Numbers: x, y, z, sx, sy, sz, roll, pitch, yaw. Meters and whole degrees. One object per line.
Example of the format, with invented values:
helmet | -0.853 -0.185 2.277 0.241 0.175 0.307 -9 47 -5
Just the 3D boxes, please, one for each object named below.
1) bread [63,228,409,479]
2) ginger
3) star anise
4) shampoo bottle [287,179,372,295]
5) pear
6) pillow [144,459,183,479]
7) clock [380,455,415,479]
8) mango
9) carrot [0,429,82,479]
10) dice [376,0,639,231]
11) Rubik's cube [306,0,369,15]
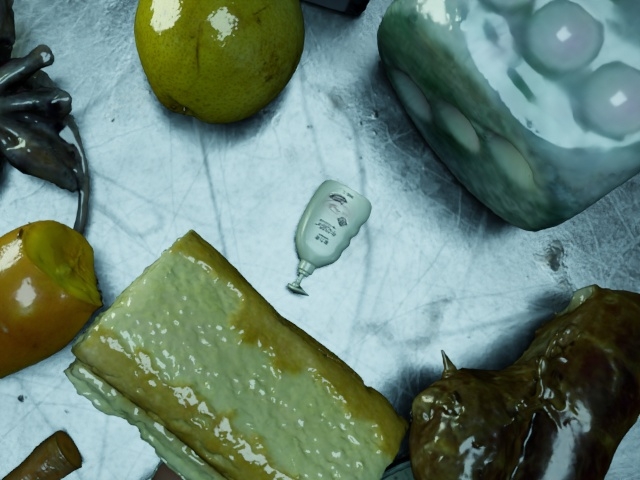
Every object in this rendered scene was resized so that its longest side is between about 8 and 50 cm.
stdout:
bread | -0.092 0.177 1.241 0.375 0.165 0.236 40 49 -4
ginger | 0.259 0.187 1.250 0.254 0.176 0.418 46 68 -8
star anise | -0.421 -0.147 1.283 0.316 0.139 0.359 15 99 -5
shampoo bottle | 0.000 0.000 1.344 0.077 0.045 0.151 32 83 -2
pear | -0.127 -0.243 1.280 0.209 0.209 0.208 1 85 -6
pillow | -0.153 0.350 1.279 0.179 0.075 0.171 44 82 -1
clock | 0.155 0.414 1.283 0.313 0.061 0.312 3 73 -9
mango | -0.380 0.091 1.214 0.257 0.187 0.138 -39 114 15
carrot | -0.396 0.318 1.272 0.224 0.057 0.057 -36 89 -4
dice | 0.290 -0.229 1.245 0.330 0.348 0.328 -38 88 -9
Rubik's cube | -0.039 -0.491 1.250 0.314 0.318 0.316 16 82 -4
